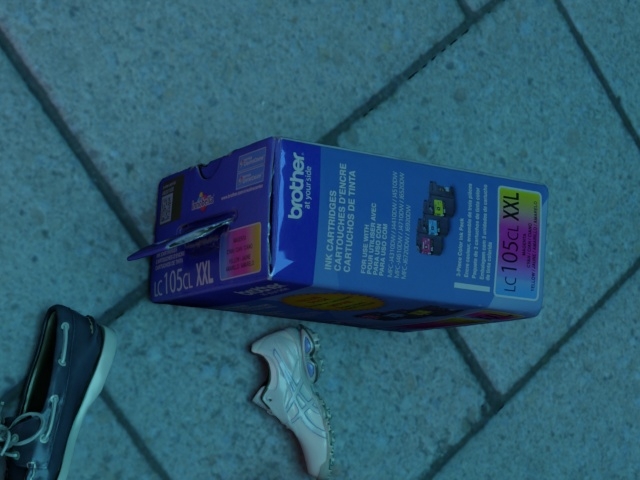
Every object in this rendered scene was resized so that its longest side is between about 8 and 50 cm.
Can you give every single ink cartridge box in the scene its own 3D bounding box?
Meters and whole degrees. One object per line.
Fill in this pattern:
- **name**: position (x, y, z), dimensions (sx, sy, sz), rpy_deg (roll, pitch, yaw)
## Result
- **ink cartridge box**: position (0.000, 0.000, 1.570), dimensions (0.395, 0.270, 0.151), rpy_deg (10, 78, -29)

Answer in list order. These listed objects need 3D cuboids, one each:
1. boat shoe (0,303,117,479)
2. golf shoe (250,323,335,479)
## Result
- **boat shoe**: position (-0.282, 0.186, 1.489), dimensions (0.079, 0.095, 0.254), rpy_deg (30, 70, -27)
- **golf shoe**: position (-0.033, 0.185, 1.667), dimensions (0.086, 0.069, 0.176), rpy_deg (-11, 88, -11)
